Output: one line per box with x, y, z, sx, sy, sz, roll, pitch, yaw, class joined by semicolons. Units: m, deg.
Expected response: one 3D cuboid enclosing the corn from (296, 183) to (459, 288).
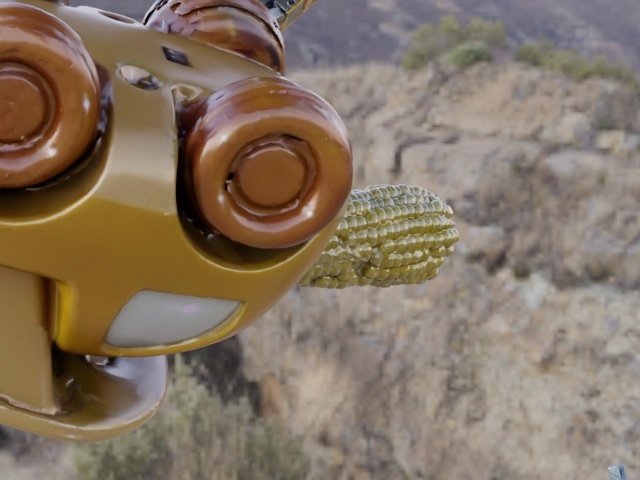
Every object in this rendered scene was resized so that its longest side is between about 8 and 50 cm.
0.000;0.000;1.050;0.288;0.086;0.086;-3;9;-38;corn

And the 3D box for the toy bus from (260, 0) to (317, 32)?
-0.018;-0.189;0.882;0.162;0.069;0.074;-42;-5;-10;toy bus

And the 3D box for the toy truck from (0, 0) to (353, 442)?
-0.133;-0.035;0.687;0.288;0.211;0.204;14;23;-24;toy truck

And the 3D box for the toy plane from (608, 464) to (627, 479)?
0.253;0.304;1.094;0.060;0.235;0.096;-12;-11;25;toy plane
